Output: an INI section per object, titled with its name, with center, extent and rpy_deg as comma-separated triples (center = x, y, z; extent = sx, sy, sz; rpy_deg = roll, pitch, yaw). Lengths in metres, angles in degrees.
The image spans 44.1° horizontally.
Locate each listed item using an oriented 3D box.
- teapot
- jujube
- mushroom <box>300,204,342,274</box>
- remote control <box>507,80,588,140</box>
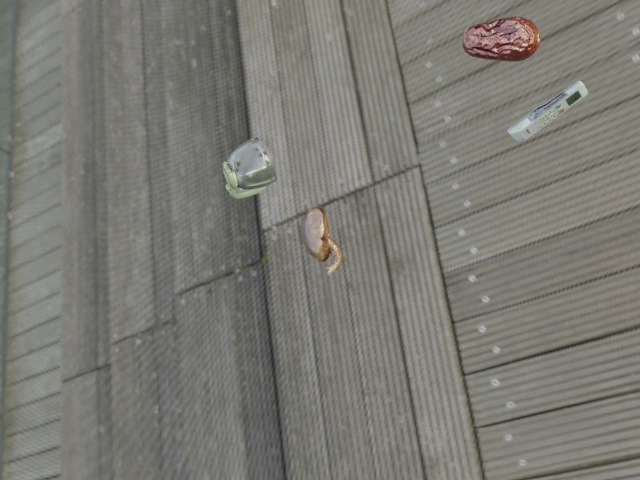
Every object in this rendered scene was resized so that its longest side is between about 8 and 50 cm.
[teapot]
center = -0.133, -0.122, 1.467
extent = 0.091, 0.124, 0.092
rpy_deg = -24, 36, -13
[jujube]
center = 0.301, -0.335, 1.318
extent = 0.129, 0.077, 0.077
rpy_deg = -3, 68, -5
[mushroom]
center = -0.002, 0.001, 1.908
extent = 0.080, 0.135, 0.171
rpy_deg = -19, 92, 8
[remote control]
center = 0.451, -0.258, 1.570
extent = 0.166, 0.065, 0.029
rpy_deg = -37, 65, 18
